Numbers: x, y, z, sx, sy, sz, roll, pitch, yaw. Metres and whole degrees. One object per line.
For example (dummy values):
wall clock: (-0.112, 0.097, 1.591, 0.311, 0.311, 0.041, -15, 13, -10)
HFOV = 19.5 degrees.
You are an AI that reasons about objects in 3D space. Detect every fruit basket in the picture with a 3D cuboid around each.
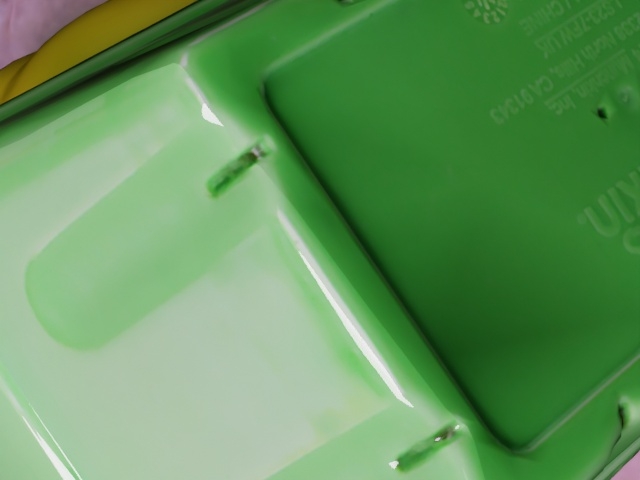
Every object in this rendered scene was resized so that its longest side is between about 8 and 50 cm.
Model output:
fruit basket: (0.000, 0.000, 0.726, 0.392, 0.392, 0.283, -34, 89, 16)
